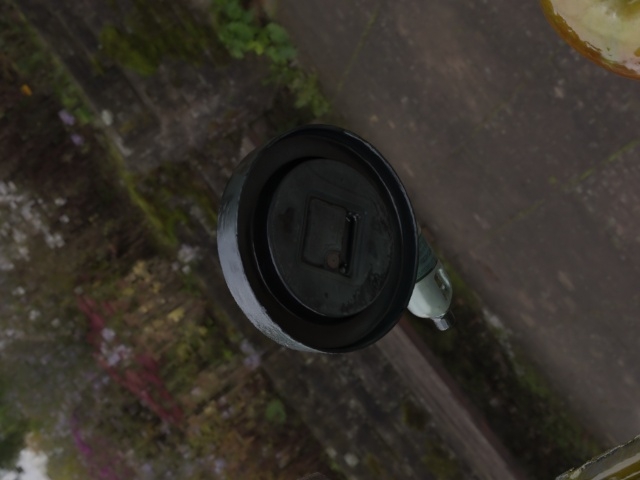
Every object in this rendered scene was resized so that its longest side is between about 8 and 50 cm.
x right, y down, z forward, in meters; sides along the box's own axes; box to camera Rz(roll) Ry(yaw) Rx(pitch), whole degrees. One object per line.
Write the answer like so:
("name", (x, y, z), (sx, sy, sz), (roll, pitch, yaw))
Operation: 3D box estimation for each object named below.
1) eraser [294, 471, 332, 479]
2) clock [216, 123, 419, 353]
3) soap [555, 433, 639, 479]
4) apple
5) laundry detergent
("eraser", (-0.015, 0.333, 1.405), (0.038, 0.019, 0.083), (28, -165, 29))
("clock", (0.001, -0.001, 1.451), (0.066, 0.319, 0.319), (-13, 116, 51))
("soap", (0.311, 0.267, 1.019), (0.076, 0.135, 0.233), (25, 143, -9))
("apple", (0.321, -0.253, 0.982), (0.235, 0.173, 0.210), (53, 129, 20))
("laundry detergent", (0.187, 0.074, 1.928), (0.070, 0.099, 0.226), (10, 139, 54))
